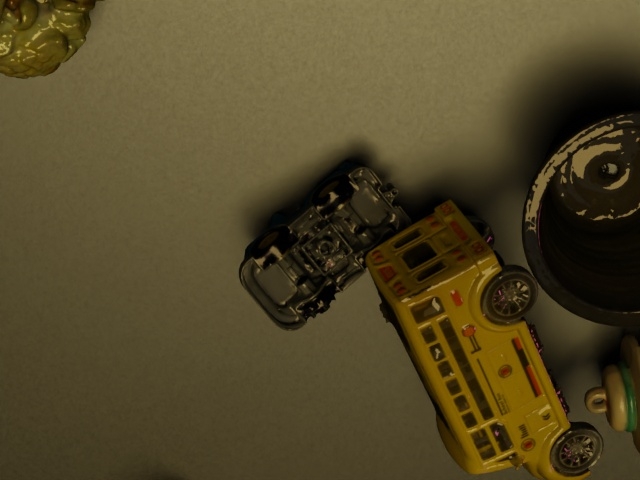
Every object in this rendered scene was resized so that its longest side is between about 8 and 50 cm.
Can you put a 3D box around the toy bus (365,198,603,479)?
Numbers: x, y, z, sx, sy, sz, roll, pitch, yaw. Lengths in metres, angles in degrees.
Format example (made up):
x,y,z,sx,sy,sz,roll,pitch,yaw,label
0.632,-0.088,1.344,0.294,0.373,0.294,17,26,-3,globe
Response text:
x,y,z,sx,sy,sz,roll,pitch,yaw,label
0.173,0.130,1.746,0.152,0.144,0.330,-28,121,-3,toy bus

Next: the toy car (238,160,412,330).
x,y,z,sx,sy,sz,roll,pitch,yaw,label
0.000,0.000,1.755,0.191,0.100,0.097,-41,109,-5,toy car

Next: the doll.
x,y,z,sx,sy,sz,roll,pitch,yaw,label
0.448,0.179,1.806,0.271,0.144,0.208,33,116,-21,doll

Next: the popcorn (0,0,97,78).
x,y,z,sx,sy,sz,roll,pitch,yaw,label
-0.295,-0.229,1.639,0.141,0.162,0.135,35,148,9,popcorn

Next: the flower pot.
x,y,z,sx,sy,sz,roll,pitch,yaw,label
0.311,-0.046,1.699,0.235,0.148,0.235,-1,114,-3,flower pot
